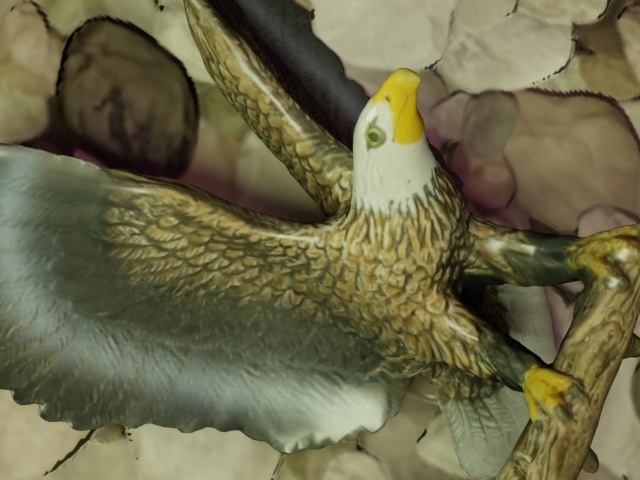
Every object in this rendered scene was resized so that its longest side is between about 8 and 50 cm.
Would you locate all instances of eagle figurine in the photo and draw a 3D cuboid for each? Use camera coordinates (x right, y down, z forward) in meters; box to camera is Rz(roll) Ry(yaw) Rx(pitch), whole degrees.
[{"bbox_3d":[0.002,-0.009,0.806,0.298,0.225,0.226,21,21,14],"label":"eagle figurine"}]
